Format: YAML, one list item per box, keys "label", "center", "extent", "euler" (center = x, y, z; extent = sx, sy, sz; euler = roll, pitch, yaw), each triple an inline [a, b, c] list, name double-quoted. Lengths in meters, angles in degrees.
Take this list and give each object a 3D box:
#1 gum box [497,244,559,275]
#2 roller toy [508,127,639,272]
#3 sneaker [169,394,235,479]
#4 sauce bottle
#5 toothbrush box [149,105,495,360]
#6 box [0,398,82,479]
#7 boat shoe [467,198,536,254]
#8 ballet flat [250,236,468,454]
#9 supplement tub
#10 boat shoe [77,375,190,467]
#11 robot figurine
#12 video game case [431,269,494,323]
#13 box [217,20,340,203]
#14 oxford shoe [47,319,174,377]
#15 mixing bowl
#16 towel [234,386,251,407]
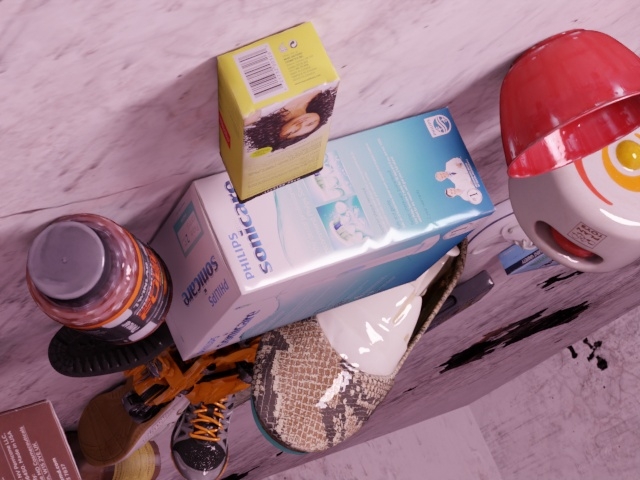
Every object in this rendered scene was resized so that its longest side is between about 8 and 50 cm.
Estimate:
- label: "gum box"
  center: [0.397, -0.004, 2.585]
  extent: [0.157, 0.041, 0.184]
  euler: [-35, 163, 37]
- label: "roller toy"
  center: [0.324, -0.069, 1.829]
  extent: [0.191, 0.209, 0.146]
  euler: [-12, 163, -23]
- label: "sneaker"
  center: [-0.159, 0.240, 2.256]
  extent: [0.084, 0.215, 0.083]
  euler: [11, 145, -10]
- label: "sauce bottle"
  center: [-0.354, 0.339, 2.436]
  extent: [0.111, 0.111, 0.344]
  euler: [-28, 166, 15]
- label: "toothbrush box"
  center: [-0.007, -0.005, 1.636]
  extent: [0.295, 0.126, 0.216]
  euler: [-19, 167, -25]
- label: "box"
  center: [-0.457, 0.302, 1.695]
  extent: [0.381, 0.143, 0.191]
  euler: [-13, 163, -36]
- label: "boat shoe"
  center: [0.283, -0.023, 2.217]
  extent: [0.226, 0.076, 0.083]
  euler: [-33, 164, 35]
- label: "ballet flat"
  center: [0.066, 0.073, 1.884]
  extent: [0.182, 0.164, 0.483]
  euler: [-46, 179, 29]
- label: "supplement tub"
  center: [-0.205, 0.035, 1.478]
  extent: [0.106, 0.106, 0.198]
  euler: [-25, 168, 3]
- label: "boat shoe"
  center: [-0.241, 0.236, 2.246]
  extent: [0.096, 0.098, 0.277]
  euler: [-11, 160, -44]
- label: "robot figurine"
  center: [-0.139, 0.142, 2.043]
  extent: [0.211, 0.085, 0.291]
  euler: [-43, 162, 21]
- label: "video game case"
  center: [0.156, 0.134, 2.583]
  extent: [0.248, 0.035, 0.275]
  euler: [-31, 174, -2]
- label: "box"
  center: [-0.039, -0.101, 1.345]
  extent: [0.087, 0.058, 0.232]
  euler: [-23, 168, -8]
- label: "oxford shoe"
  center: [-0.196, 0.099, 1.815]
  extent: [0.227, 0.083, 0.096]
  euler: [-21, 171, -10]
- label: "mixing bowl"
  center: [0.246, -0.146, 1.599]
  extent: [0.181, 0.098, 0.181]
  euler: [-24, 167, -6]
- label: "towel"
  center: [0.000, 0.152, 2.464]
  extent: [0.324, 0.056, 0.312]
  euler: [-36, 169, 36]
